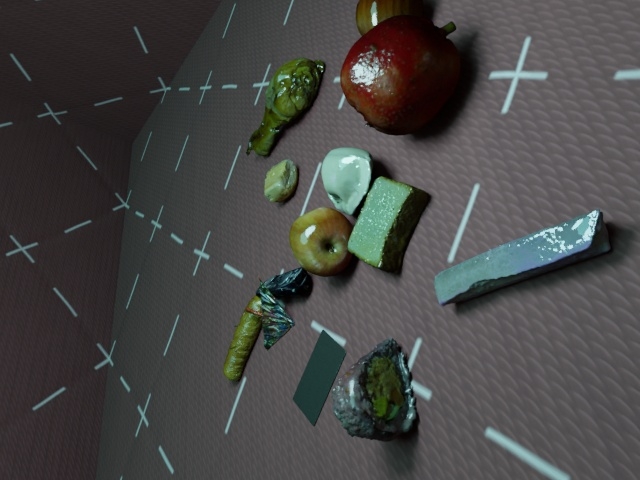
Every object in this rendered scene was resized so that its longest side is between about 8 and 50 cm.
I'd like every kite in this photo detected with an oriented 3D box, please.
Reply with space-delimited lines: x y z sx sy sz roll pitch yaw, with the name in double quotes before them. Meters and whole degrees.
"kite" -0.149 0.217 1.954 0.189 0.009 0.232 10 108 35

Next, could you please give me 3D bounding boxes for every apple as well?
"apple" 0.000 0.000 1.759 0.199 0.199 0.199 -35 45 45

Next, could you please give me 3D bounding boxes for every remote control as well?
"remote control" -0.109 0.138 1.964 0.090 0.066 0.266 -44 12 -30

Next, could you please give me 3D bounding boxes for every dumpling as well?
"dumpling" 0.076 -0.156 1.767 0.252 0.131 0.179 17 103 60

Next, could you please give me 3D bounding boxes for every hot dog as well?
"hot dog" -0.234 0.301 2.075 0.088 0.061 0.286 20 92 49

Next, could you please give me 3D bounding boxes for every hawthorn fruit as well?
"hawthorn fruit" 0.202 -0.399 1.581 0.307 0.265 0.265 -37 40 14

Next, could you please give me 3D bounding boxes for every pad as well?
"pad" -0.005 0.351 1.725 0.143 0.003 0.211 35 104 59

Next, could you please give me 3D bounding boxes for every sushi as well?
"sushi" 0.103 0.309 1.415 0.107 0.161 0.241 -43 41 41

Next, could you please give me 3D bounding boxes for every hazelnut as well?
"hazelnut" 0.191 -0.594 1.789 0.186 0.210 0.210 -40 36 5

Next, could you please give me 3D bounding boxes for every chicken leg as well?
"chicken leg" -0.140 -0.441 2.284 0.429 0.152 0.201 -53 21 41

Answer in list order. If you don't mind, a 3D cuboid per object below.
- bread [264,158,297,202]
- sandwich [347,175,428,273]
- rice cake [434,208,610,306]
"bread" -0.123 -0.188 2.153 0.106 0.082 0.125 -19 47 42
"sandwich" 0.160 -0.042 1.618 0.186 0.065 0.215 34 102 59
"rice cake" 0.362 0.043 1.241 0.399 0.064 0.070 -29 59 49
